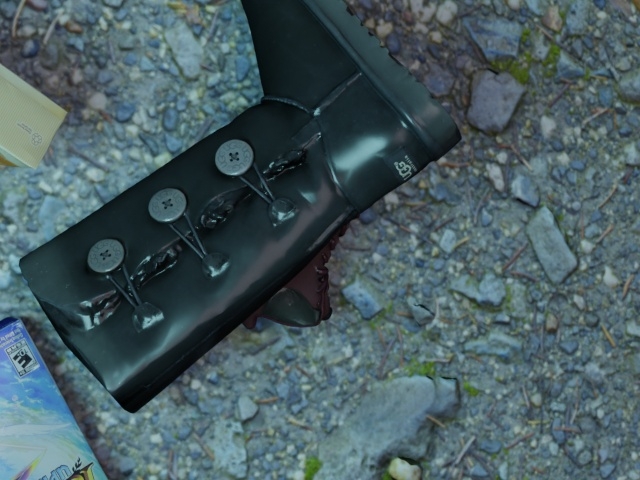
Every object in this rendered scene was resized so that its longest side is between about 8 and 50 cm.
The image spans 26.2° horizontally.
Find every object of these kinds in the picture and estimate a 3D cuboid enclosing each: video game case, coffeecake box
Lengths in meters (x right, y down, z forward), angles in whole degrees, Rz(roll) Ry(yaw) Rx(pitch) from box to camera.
[{"bbox_3d":[-0.369,0.249,1.400,0.269,0.061,0.244,-31,103,-23],"label":"video game case"},{"bbox_3d":[-0.357,-0.136,1.329,0.142,0.185,0.068,37,72,-36],"label":"coffeecake box"}]

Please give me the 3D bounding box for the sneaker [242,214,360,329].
[{"bbox_3d":[0.000,0.000,1.566,0.281,0.106,0.163,-33,108,-11],"label":"sneaker"}]

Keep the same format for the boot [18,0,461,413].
[{"bbox_3d":[-0.127,-0.082,1.460,0.445,0.367,0.146,-41,142,1],"label":"boot"}]
